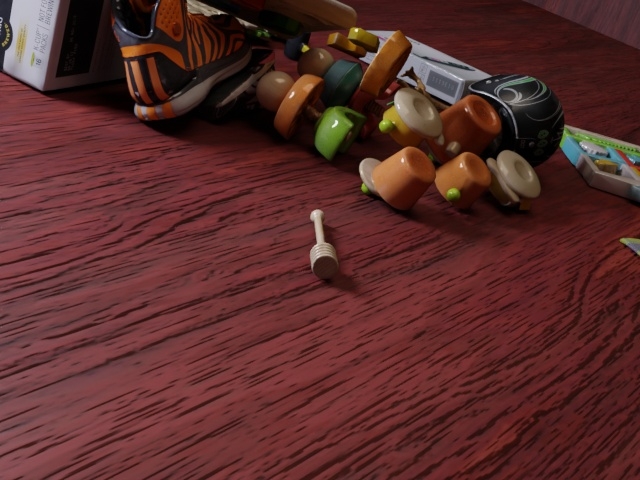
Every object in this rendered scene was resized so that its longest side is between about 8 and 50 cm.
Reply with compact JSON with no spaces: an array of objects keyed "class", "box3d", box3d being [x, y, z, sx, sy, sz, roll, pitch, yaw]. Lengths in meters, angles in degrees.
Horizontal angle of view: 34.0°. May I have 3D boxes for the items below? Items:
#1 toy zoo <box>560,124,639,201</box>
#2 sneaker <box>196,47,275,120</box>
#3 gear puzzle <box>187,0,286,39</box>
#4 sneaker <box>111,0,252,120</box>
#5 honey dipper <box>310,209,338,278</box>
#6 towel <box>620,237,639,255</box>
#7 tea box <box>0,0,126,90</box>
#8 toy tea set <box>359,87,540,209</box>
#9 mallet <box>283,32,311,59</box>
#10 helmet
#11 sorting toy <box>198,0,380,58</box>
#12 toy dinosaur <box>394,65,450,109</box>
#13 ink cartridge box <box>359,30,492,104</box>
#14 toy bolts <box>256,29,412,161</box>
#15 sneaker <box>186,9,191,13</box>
[{"class":"toy zoo","box3d":[0.544,-0.125,1.878,0.192,0.030,0.293,14,24,-11]},{"class":"sneaker","box3d":[-0.111,-0.217,1.555,0.072,0.077,0.178,6,36,35]},{"class":"gear puzzle","box3d":[-0.181,-0.414,1.973,0.339,0.044,0.175,2,27,-39]},{"class":"sneaker","box3d":[-0.192,-0.309,1.483,0.124,0.180,0.321,-6,27,16]},{"class":"honey dipper","box3d":[0.000,0.000,1.219,0.030,0.030,0.161,14,20,-9]},{"class":"towel","box3d":[0.487,0.020,1.547,0.060,0.009,0.083,6,26,-26]},{"class":"tea box","box3d":[-0.403,-0.428,1.472,0.323,0.329,0.220,28,26,20]},{"class":"toy tea set","box3d":[0.163,-0.112,1.519,0.336,0.124,0.200,-2,60,-45]},{"class":"mallet","box3d":[-0.007,-0.314,1.892,0.039,0.062,0.190,-5,47,-40]},{"class":"helmet","box3d":[0.312,-0.191,1.696,0.161,0.169,0.169,-18,42,-41]},{"class":"sorting toy","box3d":[-0.041,-0.332,1.572,0.307,0.041,0.229,19,-3,-24]},{"class":"toy dinosaur","box3d":[0.179,-0.249,1.870,0.112,0.064,0.211,55,25,3]},{"class":"ink cartridge box","box3d":[0.239,-0.346,2.092,0.275,0.060,0.239,32,28,32]},{"class":"toy bolts","box3d":[0.024,-0.247,1.556,0.158,0.218,0.228,35,18,7]},{"class":"sneaker","box3d":[-0.259,-0.375,1.757,0.232,0.090,0.081,18,24,0]}]
